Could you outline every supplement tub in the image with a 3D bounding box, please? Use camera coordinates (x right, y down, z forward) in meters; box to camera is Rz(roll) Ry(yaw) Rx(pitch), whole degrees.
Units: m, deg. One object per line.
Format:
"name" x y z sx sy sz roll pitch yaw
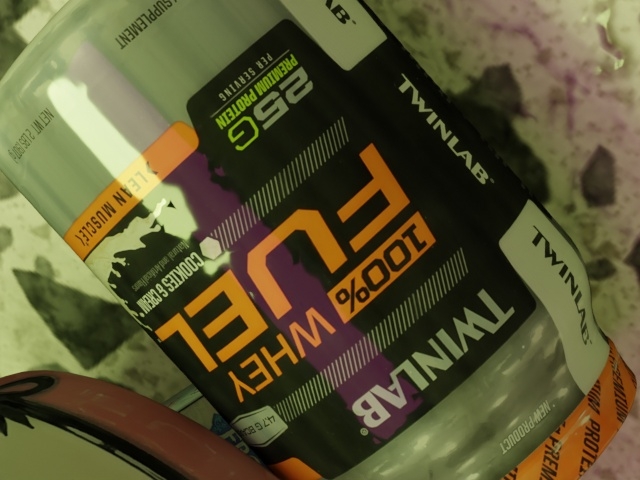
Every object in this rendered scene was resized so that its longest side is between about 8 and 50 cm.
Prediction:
"supplement tub" 0.000 0.000 0.654 0.316 0.193 0.193 48 122 -3

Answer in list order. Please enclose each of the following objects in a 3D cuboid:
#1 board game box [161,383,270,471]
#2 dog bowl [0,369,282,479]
"board game box" -0.046 0.259 0.867 0.318 0.066 0.319 -34 96 32
"dog bowl" -0.109 0.243 0.701 0.408 0.150 0.408 25 139 23
